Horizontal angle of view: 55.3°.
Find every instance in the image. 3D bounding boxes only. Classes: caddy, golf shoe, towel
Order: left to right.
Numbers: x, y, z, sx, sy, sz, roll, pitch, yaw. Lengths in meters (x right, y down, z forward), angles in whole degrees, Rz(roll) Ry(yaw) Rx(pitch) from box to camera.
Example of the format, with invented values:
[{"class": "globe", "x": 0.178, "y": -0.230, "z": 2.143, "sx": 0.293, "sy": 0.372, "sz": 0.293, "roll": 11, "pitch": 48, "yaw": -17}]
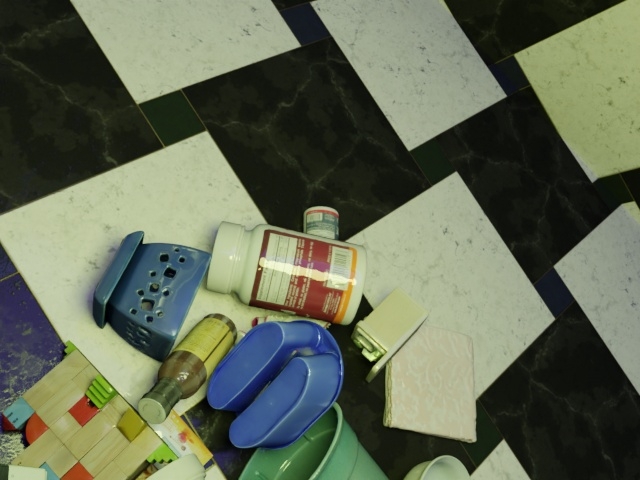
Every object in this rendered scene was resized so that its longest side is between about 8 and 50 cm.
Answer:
[{"class": "caddy", "x": -0.100, "y": 0.342, "z": 1.453, "sx": 0.241, "sy": 0.341, "sz": 0.179, "roll": 51, "pitch": 17, "yaw": 29}, {"class": "golf shoe", "x": -0.099, "y": 0.244, "z": 1.662, "sx": 0.306, "sy": 0.115, "sz": 0.140, "roll": -28, "pitch": 82, "yaw": -35}, {"class": "towel", "x": 0.336, "y": 0.424, "z": 1.856, "sx": 0.317, "sy": 0.053, "sz": 0.331, "roll": 15, "pitch": 63, "yaw": -21}]

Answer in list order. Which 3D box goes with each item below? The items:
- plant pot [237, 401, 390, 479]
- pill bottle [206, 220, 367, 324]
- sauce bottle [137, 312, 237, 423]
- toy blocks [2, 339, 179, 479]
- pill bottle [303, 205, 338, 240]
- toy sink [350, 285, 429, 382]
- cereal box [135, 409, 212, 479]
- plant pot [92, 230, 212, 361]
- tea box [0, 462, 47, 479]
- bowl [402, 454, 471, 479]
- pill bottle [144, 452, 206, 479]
[{"class": "plant pot", "x": 0.025, "y": 0.623, "z": 1.466, "sx": 0.334, "sy": 0.341, "sz": 0.341, "roll": 48, "pitch": 56, "yaw": -14}, {"class": "pill bottle", "x": -0.091, "y": 0.082, "z": 1.625, "sx": 0.392, "sy": 0.224, "sz": 0.224, "roll": 13, "pitch": 64, "yaw": -6}, {"class": "sauce bottle", "x": -0.311, "y": 0.295, "z": 1.444, "sx": 0.111, "sy": 0.111, "sz": 0.344, "roll": 47, "pitch": 28, "yaw": -4}, {"class": "toy blocks", "x": -0.528, "y": 0.433, "z": 1.314, "sx": 0.381, "sy": 0.190, "sz": 0.261, "roll": 42, "pitch": 69, "yaw": 13}, {"class": "pill bottle", "x": 0.000, "y": 0.000, "z": 1.813, "sx": 0.108, "sy": 0.108, "sz": 0.180, "roll": 12, "pitch": 66, "yaw": -24}, {"class": "toy sink", "x": 0.176, "y": 0.267, "z": 1.746, "sx": 0.131, "sy": 0.152, "sz": 0.234, "roll": 41, "pitch": 69, "yaw": 15}, {"class": "cereal box", "x": -0.396, "y": 0.526, "z": 1.423, "sx": 0.173, "sy": 0.047, "sz": 0.240, "roll": 49, "pitch": 56, "yaw": -1}, {"class": "plant pot", "x": -0.414, "y": 0.128, "z": 1.472, "sx": 0.212, "sy": 0.236, "sz": 0.235, "roll": 25, "pitch": 60, "yaw": -9}, {"class": "tea box", "x": -0.679, "y": 0.571, "z": 1.039, "sx": 0.324, "sy": 0.220, "sz": 0.329, "roll": 29, "pitch": 37, "yaw": -46}, {"class": "bowl", "x": 0.286, "y": 0.726, "z": 1.634, "sx": 0.298, "sy": 0.134, "sz": 0.297, "roll": 15, "pitch": 69, "yaw": -45}, {"class": "pill bottle", "x": -0.226, "y": 0.656, "z": 1.230, "sx": 0.229, "sy": 0.229, "sz": 0.407, "roll": -24, "pitch": 68, "yaw": -33}]
